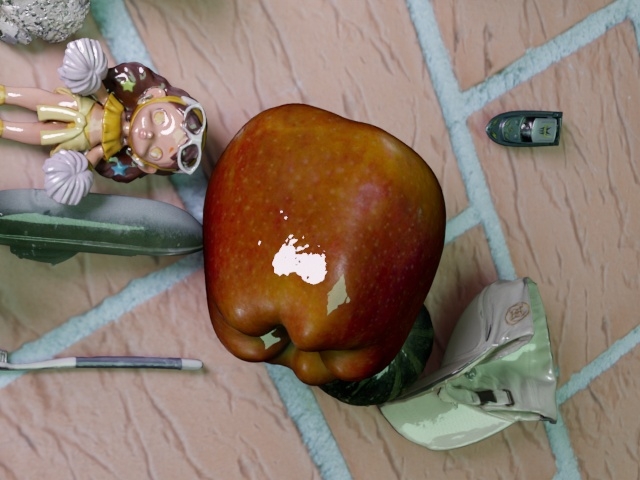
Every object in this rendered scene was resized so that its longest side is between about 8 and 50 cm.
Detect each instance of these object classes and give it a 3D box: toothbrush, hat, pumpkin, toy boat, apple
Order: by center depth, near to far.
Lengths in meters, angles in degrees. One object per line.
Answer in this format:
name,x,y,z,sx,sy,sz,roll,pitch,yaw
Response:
toy boat,-0.253,-0.010,0.957,0.261,0.078,0.085,4,126,-29
apple,0.000,0.000,0.961,0.288,0.288,0.316,29,60,-32
toothbrush,-0.281,0.149,1.012,0.288,0.024,0.026,6,86,-29
pumpkin,0.065,0.135,1.127,0.190,0.146,0.190,1,82,-7
toy boat,0.304,-0.169,1.236,0.141,0.060,0.055,-3,106,-25
hat,0.224,0.190,1.253,0.301,0.168,0.258,-24,134,3

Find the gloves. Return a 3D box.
gloves,-0.317,-0.268,0.854,0.153,0.070,0.114,41,81,-30

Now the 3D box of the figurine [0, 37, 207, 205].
figurine,-0.243,-0.128,0.907,0.240,0.116,0.174,4,99,-24
